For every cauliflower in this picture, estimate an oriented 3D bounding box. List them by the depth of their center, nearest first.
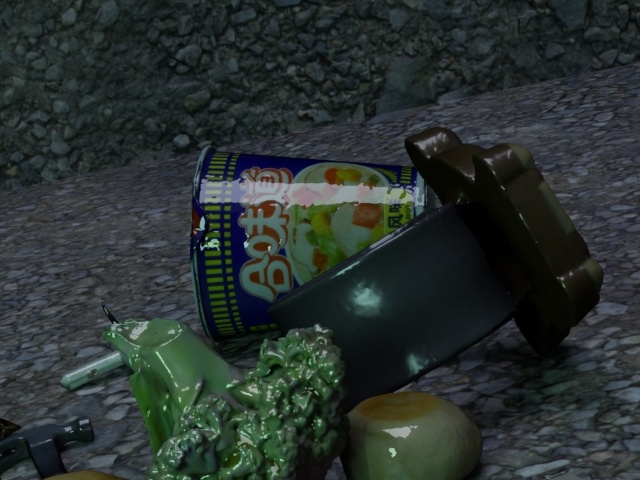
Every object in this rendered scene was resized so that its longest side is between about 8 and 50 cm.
[{"bbox_3d":[-0.108,0.172,1.838,0.256,0.315,0.239,-44,5,-36],"label":"cauliflower"}]

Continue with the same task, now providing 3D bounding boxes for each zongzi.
[{"bbox_3d":[-0.421,0.239,2.304,0.073,0.067,0.083,-9,30,-34],"label":"zongzi"}]

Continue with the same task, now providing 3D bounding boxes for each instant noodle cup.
[{"bbox_3d":[0.000,0.000,2.455,0.312,0.284,0.284,-2,17,7],"label":"instant noodle cup"}]

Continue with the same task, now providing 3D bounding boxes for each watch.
[{"bbox_3d":[0.112,0.057,2.078,0.327,0.314,0.335,-32,1,-9],"label":"watch"}]

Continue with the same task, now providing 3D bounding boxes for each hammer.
[{"bbox_3d":[-0.315,0.274,2.096,0.137,0.037,0.290,-15,16,-11],"label":"hammer"}]

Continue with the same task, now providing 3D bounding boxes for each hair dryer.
[{"bbox_3d":[-0.289,0.169,2.438,0.137,0.047,0.082,-24,19,-18],"label":"hair dryer"}]

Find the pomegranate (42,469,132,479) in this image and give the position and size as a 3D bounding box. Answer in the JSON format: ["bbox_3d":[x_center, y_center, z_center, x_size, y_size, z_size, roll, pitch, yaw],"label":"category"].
[{"bbox_3d":[-0.204,0.303,1.614,0.207,0.207,0.207,-11,16,3],"label":"pomegranate"}]

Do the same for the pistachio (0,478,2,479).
[{"bbox_3d":[-0.364,0.306,1.813,0.165,0.130,0.210,-49,31,25],"label":"pistachio"}]

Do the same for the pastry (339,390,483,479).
[{"bbox_3d":[0.094,0.214,1.909,0.156,0.092,0.156,-5,18,2],"label":"pastry"}]

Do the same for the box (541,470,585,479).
[{"bbox_3d":[0.225,0.304,1.539,0.200,0.065,0.343,-19,17,-22],"label":"box"}]
